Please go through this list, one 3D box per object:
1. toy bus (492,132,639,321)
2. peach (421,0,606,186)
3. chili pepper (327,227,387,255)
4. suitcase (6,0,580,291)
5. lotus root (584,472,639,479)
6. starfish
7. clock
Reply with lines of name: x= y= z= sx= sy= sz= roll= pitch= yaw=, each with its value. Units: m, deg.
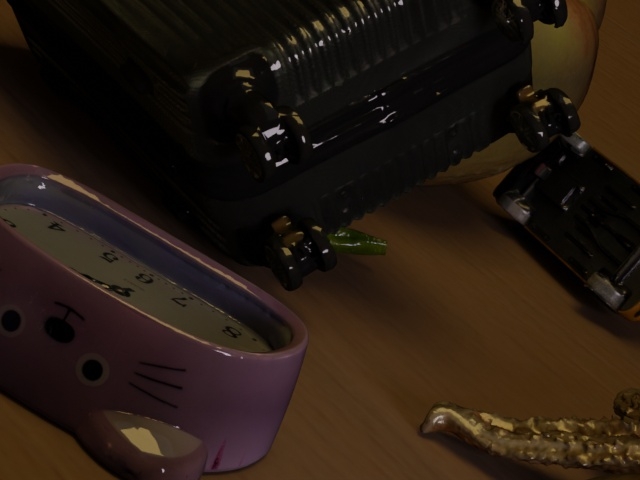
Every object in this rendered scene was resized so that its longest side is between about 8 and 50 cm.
toy bus: x=0.177 y=-0.005 z=1.146 sx=0.074 sy=0.069 sz=0.162 roll=37 pitch=7 yaw=-38
peach: x=0.066 y=-0.135 z=1.159 sx=0.232 sy=0.232 sz=0.232 roll=24 pitch=18 yaw=-8
chili pepper: x=0.000 y=0.001 z=0.967 sx=0.030 sy=0.017 sz=0.083 roll=40 pitch=25 yaw=33
suitcase: x=-0.030 y=-0.122 z=0.961 sx=0.202 sy=0.128 sz=0.312 roll=-29 pitch=42 yaw=-17
lotus root: x=0.092 y=0.157 z=0.472 sx=0.138 sy=0.138 sz=0.214 roll=9 pitch=39 yaw=-44
starfish: x=0.205 y=0.100 z=0.834 sx=0.295 sy=0.048 sz=0.231 roll=10 pitch=12 yaw=21
clock: x=-0.083 y=0.030 z=0.712 sx=0.152 sy=0.050 sz=0.110 roll=30 pitch=18 yaw=10
